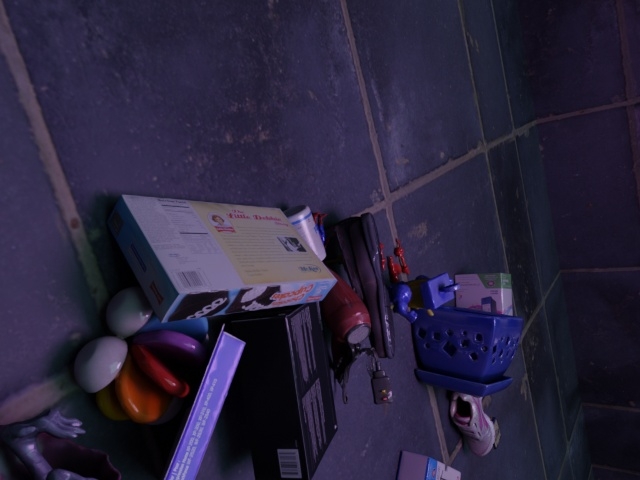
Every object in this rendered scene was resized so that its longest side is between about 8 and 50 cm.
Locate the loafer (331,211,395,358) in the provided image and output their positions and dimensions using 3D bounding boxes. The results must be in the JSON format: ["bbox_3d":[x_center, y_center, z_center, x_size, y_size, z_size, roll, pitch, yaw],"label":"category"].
[{"bbox_3d":[0.088,0.094,1.032,0.109,0.095,0.303,46,35,-68],"label":"loafer"}]

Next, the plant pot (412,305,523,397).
[{"bbox_3d":[0.396,0.295,1.368,0.235,0.235,0.212,9,86,-51],"label":"plant pot"}]

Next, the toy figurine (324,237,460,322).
[{"bbox_3d":[0.202,0.096,1.147,0.362,0.217,0.192,-9,93,-52],"label":"toy figurine"}]

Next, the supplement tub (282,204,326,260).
[{"bbox_3d":[-0.038,-0.008,0.973,0.071,0.070,0.107,-42,118,-46],"label":"supplement tub"}]

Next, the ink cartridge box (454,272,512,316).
[{"bbox_3d":[0.512,0.210,1.575,0.093,0.154,0.213,7,81,-51],"label":"ink cartridge box"}]

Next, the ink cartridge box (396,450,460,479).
[{"bbox_3d":[0.273,0.638,1.277,0.203,0.085,0.148,39,56,-41],"label":"ink cartridge box"}]

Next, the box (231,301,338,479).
[{"bbox_3d":[-0.053,0.239,0.857,0.184,0.103,0.262,-15,98,-71],"label":"box"}]

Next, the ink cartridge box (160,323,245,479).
[{"bbox_3d":[-0.163,0.237,0.692,0.045,0.208,0.207,21,64,-7],"label":"ink cartridge box"}]

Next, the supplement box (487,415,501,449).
[{"bbox_3d":[0.515,0.604,1.588,0.056,0.083,0.083,-43,119,-46],"label":"supplement box"}]

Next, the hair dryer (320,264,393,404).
[{"bbox_3d":[0.030,0.182,0.977,0.080,0.223,0.294,-10,82,-27],"label":"hair dryer"}]

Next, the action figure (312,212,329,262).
[{"bbox_3d":[0.000,0.000,1.056,0.038,0.030,0.115,9,81,-56],"label":"action figure"}]

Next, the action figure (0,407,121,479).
[{"bbox_3d":[-0.331,0.370,0.462,0.275,0.248,0.371,28,88,-11],"label":"action figure"}]

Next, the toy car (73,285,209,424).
[{"bbox_3d":[-0.216,0.155,0.673,0.159,0.136,0.182,48,51,-37],"label":"toy car"}]

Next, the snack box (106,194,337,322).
[{"bbox_3d":[-0.134,0.021,0.772,0.321,0.060,0.187,1,43,-51],"label":"snack box"}]

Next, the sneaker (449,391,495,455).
[{"bbox_3d":[0.440,0.533,1.502,0.111,0.102,0.253,-21,96,-47],"label":"sneaker"}]
